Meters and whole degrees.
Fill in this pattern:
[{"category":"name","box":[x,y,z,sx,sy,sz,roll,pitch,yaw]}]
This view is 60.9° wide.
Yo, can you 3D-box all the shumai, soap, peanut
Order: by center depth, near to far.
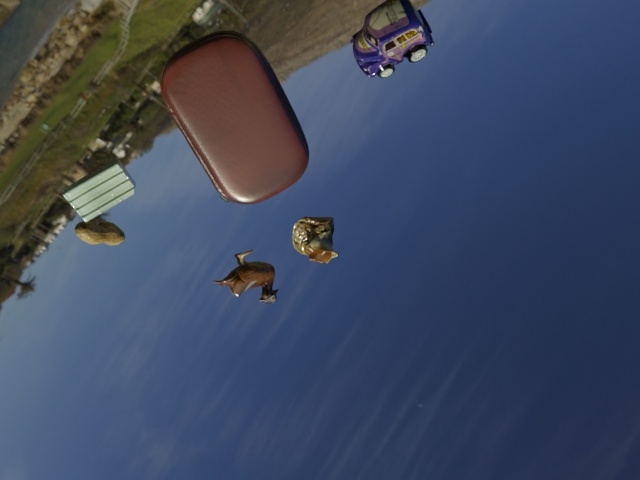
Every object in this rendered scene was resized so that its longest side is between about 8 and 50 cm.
[{"category":"shumai","box":[-0.001,0.003,1.480,0.145,0.145,0.116,-50,-130,10]},{"category":"soap","box":[-0.702,-0.161,1.742,0.198,0.119,0.066,-31,-147,-3]},{"category":"peanut","box":[-0.806,-0.029,1.993,0.089,0.193,0.089,-3,-96,33]}]

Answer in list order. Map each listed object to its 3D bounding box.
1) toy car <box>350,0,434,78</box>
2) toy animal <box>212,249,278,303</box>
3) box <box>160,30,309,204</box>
[{"category":"toy car","box":[0.195,-0.600,1.591,0.235,0.158,0.172,-28,-109,17]},{"category":"toy animal","box":[-0.221,0.125,1.628,0.188,0.179,0.089,-22,-174,-18]},{"category":"box","box":[-0.195,-0.281,1.293,0.263,0.404,0.108,-27,-155,1]}]
